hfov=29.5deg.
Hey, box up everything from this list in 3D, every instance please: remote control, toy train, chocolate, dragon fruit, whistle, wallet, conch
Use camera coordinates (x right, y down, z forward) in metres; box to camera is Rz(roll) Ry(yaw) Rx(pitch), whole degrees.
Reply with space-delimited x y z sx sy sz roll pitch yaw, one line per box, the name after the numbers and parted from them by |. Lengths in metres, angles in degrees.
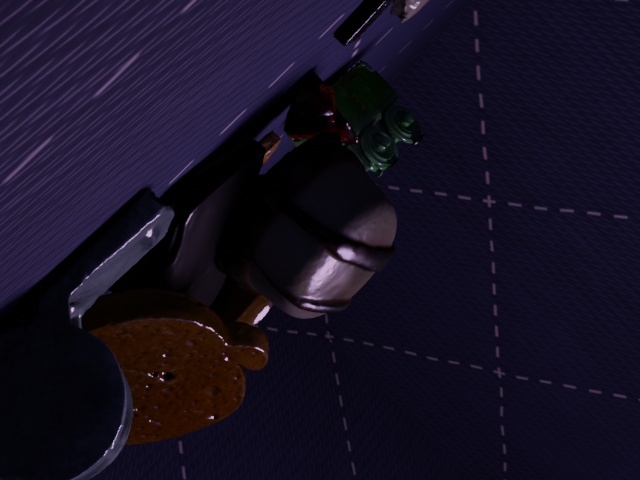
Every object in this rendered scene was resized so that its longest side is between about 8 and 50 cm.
0.111 -0.353 1.630 0.245 0.025 0.063 -45 175 23 | remote control
0.064 -0.197 2.153 0.132 0.188 0.243 -39 -177 40 | toy train
0.000 0.000 1.805 0.283 0.186 0.283 -46 166 -15 | chocolate
-0.006 -0.181 1.861 0.092 0.122 0.192 -35 -179 -1 | dragon fruit
-0.303 0.124 1.433 0.168 0.188 0.405 115 -13 -77 | whistle
-0.183 0.026 1.778 0.197 0.051 0.378 -42 161 -39 | wallet
-0.250 0.046 1.806 0.180 0.088 0.065 -57 -152 17 | conch

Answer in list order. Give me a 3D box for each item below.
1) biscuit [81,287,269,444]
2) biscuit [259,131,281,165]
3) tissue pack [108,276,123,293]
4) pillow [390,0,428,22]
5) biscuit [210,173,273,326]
-0.249 0.182 1.779 0.350 0.070 0.394 -13 147 -5 | biscuit
-0.157 -0.092 2.067 0.236 0.040 0.144 -47 176 -19 | biscuit
-0.243 0.032 1.912 0.169 0.082 0.120 -45 177 8 | tissue pack
0.195 -0.422 1.753 0.230 0.050 0.148 -45 178 -23 | pillow
-0.176 0.045 2.081 0.314 0.063 0.367 -33 -145 24 | biscuit
